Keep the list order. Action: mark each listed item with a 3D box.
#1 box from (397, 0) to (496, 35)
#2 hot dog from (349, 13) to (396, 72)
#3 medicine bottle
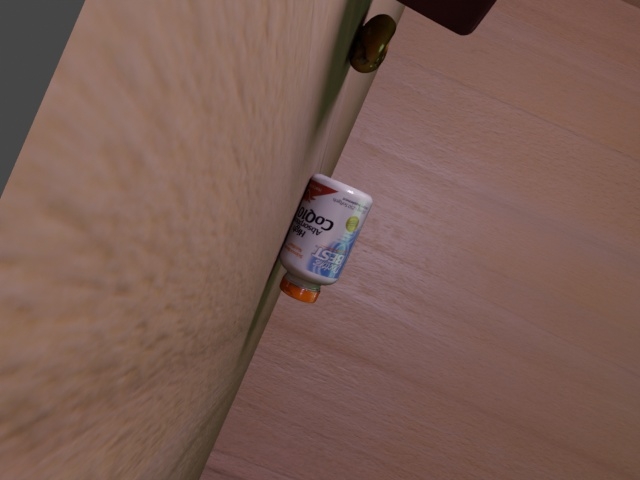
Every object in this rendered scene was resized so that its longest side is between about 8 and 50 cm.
[{"bbox_3d":[0.185,-0.403,0.470,0.167,0.193,0.294,-58,178,-21],"label":"box"},{"bbox_3d":[0.088,-0.334,0.699,0.140,0.060,0.090,-59,179,-37],"label":"hot dog"},{"bbox_3d":[0.000,0.000,0.993,0.157,0.157,0.288,-69,-178,-82],"label":"medicine bottle"}]
